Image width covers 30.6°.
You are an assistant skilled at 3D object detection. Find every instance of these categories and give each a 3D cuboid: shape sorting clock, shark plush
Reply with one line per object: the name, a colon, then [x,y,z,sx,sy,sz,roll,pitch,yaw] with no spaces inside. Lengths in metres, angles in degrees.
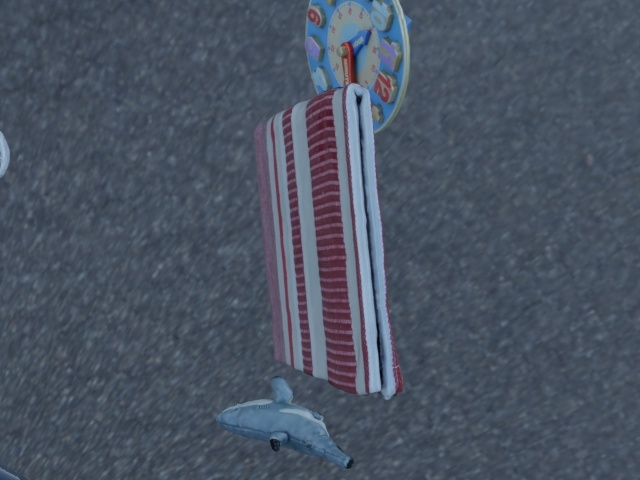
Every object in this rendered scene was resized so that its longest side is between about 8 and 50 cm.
shape sorting clock: [0.038,-0.223,1.361,0.040,0.206,0.206,-16,74,-34]
shark plush: [-0.031,0.205,1.185,0.067,0.073,0.161,-9,32,-45]

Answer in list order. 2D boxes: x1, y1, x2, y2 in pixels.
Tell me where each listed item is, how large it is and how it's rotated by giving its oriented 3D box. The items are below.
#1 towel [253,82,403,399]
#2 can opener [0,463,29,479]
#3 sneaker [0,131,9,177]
towel: [0.000,0.000,0.992,0.037,0.329,0.237,-6,92,-15]
can opener: [-0.299,0.228,1.104,0.283,0.095,0.076,30,20,-3]
sneaker: [-0.529,-0.129,1.422,0.366,0.137,0.210,-43,120,-58]
